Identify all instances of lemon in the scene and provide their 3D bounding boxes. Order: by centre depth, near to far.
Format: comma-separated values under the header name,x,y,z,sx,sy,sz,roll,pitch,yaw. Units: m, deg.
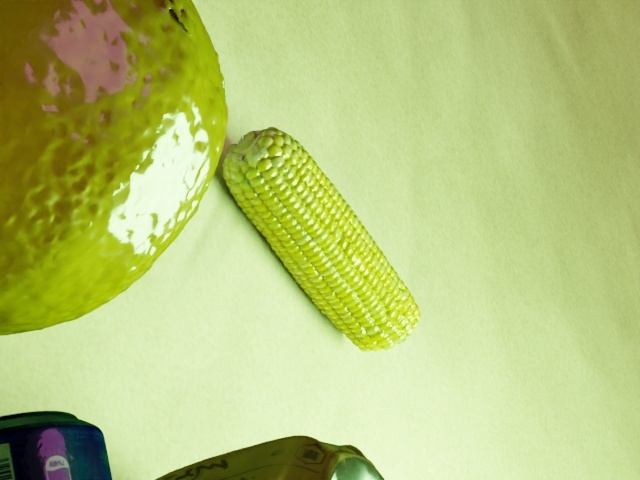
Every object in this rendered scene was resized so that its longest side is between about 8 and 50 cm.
name,x,y,z,sx,sy,sz,roll,pitch,yaw
lemon,-0.196,-0.078,1.106,0.293,0.293,0.293,42,37,-42

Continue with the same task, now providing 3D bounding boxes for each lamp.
name,x,y,z,sx,sy,sz,roll,pitch,yaw
lamp,-0.041,0.223,1.268,0.161,0.185,0.161,42,35,-40

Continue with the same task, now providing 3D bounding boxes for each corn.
name,x,y,z,sx,sy,sz,roll,pitch,yaw
corn,0.000,0.000,1.630,0.248,0.081,0.081,53,30,-29

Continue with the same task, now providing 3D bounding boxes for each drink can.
name,x,y,z,sx,sy,sz,roll,pitch,yaw
drink can,-0.173,0.213,1.109,0.118,0.118,0.204,16,58,-58
